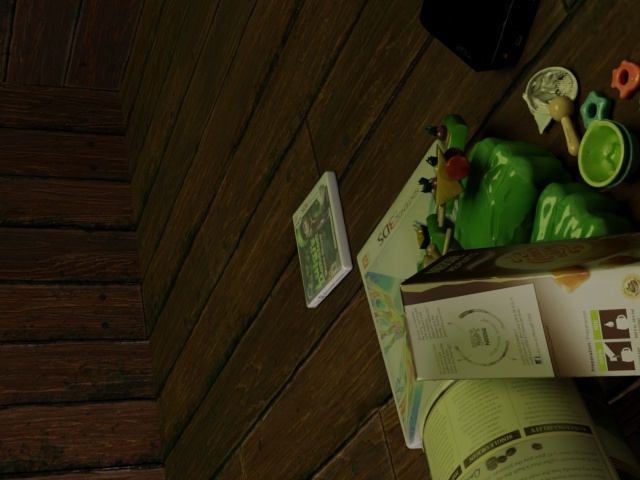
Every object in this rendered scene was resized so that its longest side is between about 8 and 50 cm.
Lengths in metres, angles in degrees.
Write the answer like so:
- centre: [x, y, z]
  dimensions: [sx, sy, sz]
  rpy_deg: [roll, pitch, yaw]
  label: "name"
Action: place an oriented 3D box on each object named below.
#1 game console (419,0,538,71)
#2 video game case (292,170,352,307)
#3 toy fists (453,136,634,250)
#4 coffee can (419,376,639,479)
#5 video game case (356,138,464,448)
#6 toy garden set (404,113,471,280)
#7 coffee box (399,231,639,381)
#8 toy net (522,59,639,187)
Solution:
- centre: [0.224, -0.401, 1.164]
  dimensions: [0.213, 0.044, 0.361]
  rpy_deg: [-123, 41, -52]
  label: "game console"
- centre: [0.000, 0.000, 1.682]
  dimensions: [0.173, 0.022, 0.190]
  rpy_deg: [129, 136, -55]
  label: "video game case"
- centre: [0.246, -0.019, 1.034]
  dimensions: [0.279, 0.096, 0.142]
  rpy_deg: [-127, 36, -53]
  label: "toy fists"
- centre: [0.212, 0.260, 0.877]
  dimensions: [0.275, 0.201, 0.201]
  rpy_deg: [-98, 20, -58]
  label: "coffee can"
- centre: [0.153, 0.078, 1.309]
  dimensions: [0.300, 0.036, 0.329]
  rpy_deg: [121, 142, -49]
  label: "video game case"
- centre: [0.134, -0.024, 1.149]
  dimensions: [0.204, 0.049, 0.244]
  rpy_deg: [-77, -4, -75]
  label: "toy garden set"
- centre: [0.216, 0.060, 0.874]
  dimensions: [0.246, 0.141, 0.098]
  rpy_deg: [-7, 99, 30]
  label: "coffee box"
- centre: [0.279, -0.148, 1.020]
  dimensions: [0.232, 0.045, 0.122]
  rpy_deg: [-128, 45, -56]
  label: "toy net"
